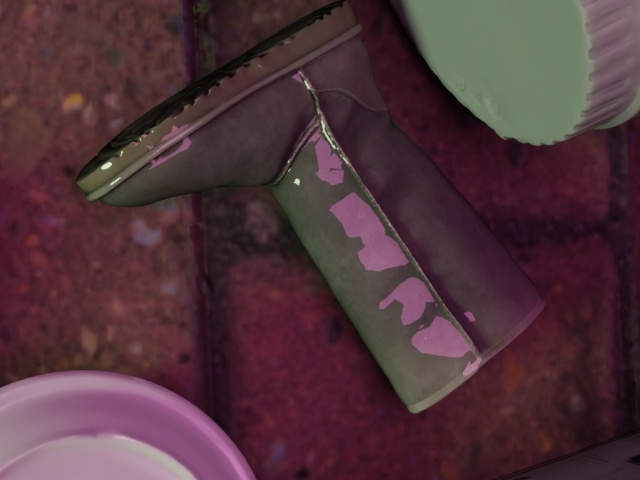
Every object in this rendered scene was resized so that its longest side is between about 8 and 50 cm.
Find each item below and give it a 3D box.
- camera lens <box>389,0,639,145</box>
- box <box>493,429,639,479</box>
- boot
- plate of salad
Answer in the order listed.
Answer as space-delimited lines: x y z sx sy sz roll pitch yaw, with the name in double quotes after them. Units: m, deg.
0.180 -0.197 0.707 0.274 0.219 0.219 -30 98 -16 "camera lens"
0.136 0.173 0.714 0.290 0.169 0.087 -16 94 -18 "box"
0.000 0.001 0.733 0.190 0.076 0.208 -32 105 -13 "boot"
-0.115 0.161 0.652 0.200 0.048 0.199 3 82 -27 "plate of salad"
